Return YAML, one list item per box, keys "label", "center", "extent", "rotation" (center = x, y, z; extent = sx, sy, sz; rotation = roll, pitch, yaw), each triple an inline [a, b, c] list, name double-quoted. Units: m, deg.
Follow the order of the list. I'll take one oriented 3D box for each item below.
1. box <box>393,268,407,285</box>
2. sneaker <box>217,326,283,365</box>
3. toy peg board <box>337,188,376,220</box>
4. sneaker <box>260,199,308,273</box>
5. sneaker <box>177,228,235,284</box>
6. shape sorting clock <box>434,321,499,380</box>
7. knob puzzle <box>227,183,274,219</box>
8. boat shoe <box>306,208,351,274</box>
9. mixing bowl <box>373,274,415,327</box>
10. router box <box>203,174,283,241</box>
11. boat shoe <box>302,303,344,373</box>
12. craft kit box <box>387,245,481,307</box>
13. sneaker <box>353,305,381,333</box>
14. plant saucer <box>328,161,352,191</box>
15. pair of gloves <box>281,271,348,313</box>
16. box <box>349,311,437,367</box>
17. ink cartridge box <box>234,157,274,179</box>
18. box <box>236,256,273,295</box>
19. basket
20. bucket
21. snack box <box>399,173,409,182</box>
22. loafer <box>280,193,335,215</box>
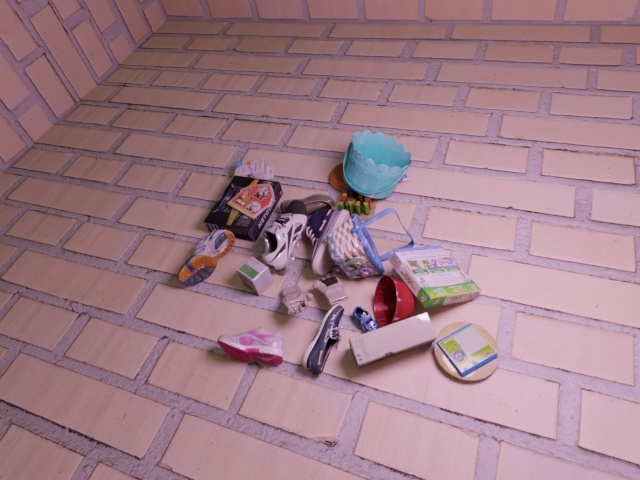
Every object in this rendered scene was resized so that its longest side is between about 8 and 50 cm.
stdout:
- label: "box"
  center: [0.314, 0.149, 1.771]
  extent: [0.081, 0.028, 0.136]
  rotation: [1, 53, 13]
- label: "sneaker"
  center: [-0.240, 0.363, 1.675]
  extent: [0.252, 0.103, 0.111]
  rotation: [8, 49, 11]
- label: "toy peg board"
  center: [0.156, -0.172, 2.042]
  extent: [0.161, 0.079, 0.160]
  rotation: [3, 52, 14]
- label: "sneaker"
  center: [-0.151, -0.043, 1.906]
  extent: [0.123, 0.146, 0.330]
  rotation: [-11, 54, 41]
- label: "sneaker"
  center: [-0.492, 0.068, 1.986]
  extent: [0.131, 0.111, 0.296]
  rotation: [16, 52, 46]
- label: "shape sorting clock"
  center: [0.478, 0.361, 1.545]
  extent: [0.206, 0.040, 0.206]
  rotation: [-4, 48, 5]
- label: "knob puzzle"
  center: [-0.290, -0.193, 2.084]
  extent: [0.213, 0.030, 0.213]
  rotation: [-6, 49, 7]
- label: "boat shoe"
  center: [0.000, 0.000, 1.917]
  extent: [0.158, 0.127, 0.340]
  rotation: [7, 44, 26]
- label: "mixing bowl"
  center: [0.268, 0.215, 1.651]
  extent: [0.098, 0.181, 0.181]
  rotation: [6, 46, -19]
- label: "router box"
  center: [-0.343, -0.152, 2.134]
  extent: [0.243, 0.081, 0.308]
  rotation: [11, 54, 21]
- label: "boat shoe"
  center: [0.028, 0.337, 1.631]
  extent: [0.079, 0.095, 0.254]
  rotation: [17, 57, 27]
- label: "craft kit box"
  center: [0.404, 0.121, 1.682]
  extent: [0.250, 0.061, 0.246]
  rotation: [-3, 39, -31]
- label: "sneaker"
  center: [0.164, 0.288, 1.666]
  extent: [0.053, 0.059, 0.144]
  rotation: [-36, 54, -19]
- label: "plant saucer"
  center: [0.135, -0.305, 2.186]
  extent: [0.200, 0.037, 0.199]
  rotation: [-7, 49, 8]
- label: "pair of gloves"
  center: [-0.030, 0.192, 1.747]
  extent: [0.240, 0.042, 0.204]
  rotation: [-14, 21, -2]
- label: "box"
  center: [0.237, 0.332, 1.565]
  extent: [0.275, 0.113, 0.094]
  rotation: [-18, 70, -2]
- label: "ink cartridge box"
  center: [-0.322, -0.343, 2.303]
  extent: [0.181, 0.061, 0.104]
  rotation: [-8, 49, 5]
- label: "box"
  center: [-0.256, 0.140, 1.855]
  extent: [0.101, 0.102, 0.087]
  rotation: [30, 60, 33]
- label: "basket"
  center: [0.191, 0.013, 1.773]
  extent: [0.289, 0.255, 0.201]
  rotation: [-31, 47, 11]
- label: "bucket"
  center: [0.233, -0.323, 2.027]
  extent: [0.281, 0.183, 0.281]
  rotation: [11, 40, -10]
- label: "snack box"
  center: [0.359, -0.331, 2.167]
  extent: [0.064, 0.022, 0.178]
  rotation: [-9, 49, 3]
- label: "loafer"
  center: [-0.057, -0.135, 2.058]
  extent: [0.251, 0.094, 0.087]
  rotation: [-9, 52, 18]
